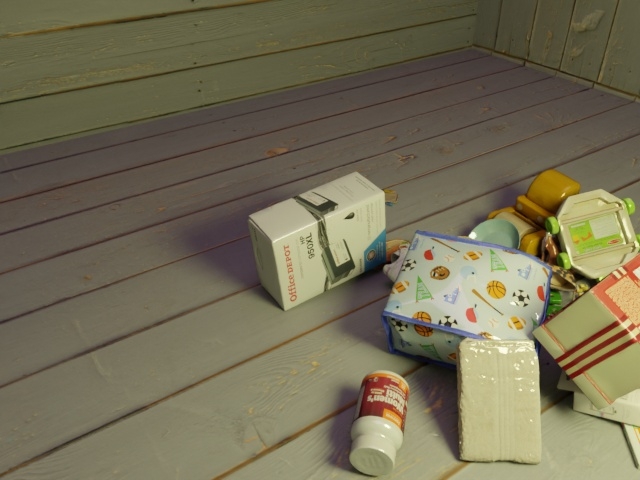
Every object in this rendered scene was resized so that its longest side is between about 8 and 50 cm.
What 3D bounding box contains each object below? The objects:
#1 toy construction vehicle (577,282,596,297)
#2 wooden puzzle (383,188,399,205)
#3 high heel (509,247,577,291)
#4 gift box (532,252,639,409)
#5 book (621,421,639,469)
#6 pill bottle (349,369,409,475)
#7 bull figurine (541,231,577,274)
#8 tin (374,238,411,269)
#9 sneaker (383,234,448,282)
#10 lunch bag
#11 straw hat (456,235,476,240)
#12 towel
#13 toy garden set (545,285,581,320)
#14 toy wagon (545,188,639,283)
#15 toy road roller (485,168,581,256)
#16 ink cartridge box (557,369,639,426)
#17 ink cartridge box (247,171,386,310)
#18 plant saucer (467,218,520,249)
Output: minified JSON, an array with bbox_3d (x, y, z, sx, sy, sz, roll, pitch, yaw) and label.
[{"bbox_3d":[0.853,0.159,1.767,0.098,0.035,0.086,8,35,11],"label":"toy construction vehicle"},{"bbox_3d":[0.276,-0.171,2.274,0.079,0.014,0.116,8,35,19],"label":"wooden puzzle"},{"bbox_3d":[0.633,0.099,1.699,0.261,0.093,0.186,1,23,-26],"label":"high heel"},{"bbox_3d":[0.697,0.214,1.306,0.276,0.258,0.255,-20,65,-29],"label":"gift box"},{"bbox_3d":[0.772,0.469,1.324,0.096,0.035,0.144,-1,35,9],"label":"book"},{"bbox_3d":[0.137,0.421,1.318,0.121,0.121,0.221,7,35,11],"label":"pill bottle"},{"bbox_3d":[0.869,0.029,1.847,0.311,0.188,0.101,-12,-3,-5],"label":"bull figurine"},{"bbox_3d":[0.233,0.047,1.937,0.190,0.040,0.106,-15,41,-19],"label":"tin"},{"bbox_3d":[0.326,0.049,1.850,0.152,0.114,0.305,32,45,27],"label":"sneaker"},{"bbox_3d":[0.403,0.178,1.522,0.386,0.238,0.327,8,52,25],"label":"lunch bag"},{"bbox_3d":[0.439,0.057,1.772,0.145,0.144,0.061,11,-6,16],"label":"straw hat"},{"bbox_3d":[0.410,0.368,1.309,0.187,0.282,0.049,1,-7,3],"label":"towel"},{"bbox_3d":[0.715,0.207,1.692,0.204,0.049,0.244,5,34,10],"label":"toy garden set"},{"bbox_3d":[0.866,0.018,1.763,0.267,0.344,0.068,-14,-8,-1],"label":"toy wagon"},{"bbox_3d":[0.762,-0.104,1.970,0.330,0.240,0.202,-17,38,-23],"label":"toy road roller"},{"bbox_3d":[0.703,0.377,1.405,0.198,0.067,0.115,8,32,33],"label":"ink cartridge box"},{"bbox_3d":[0.000,0.000,1.759,0.395,0.285,0.166,-25,41,-21],"label":"ink cartridge box"},{"bbox_3d":[0.584,0.019,1.907,0.195,0.037,0.194,-22,51,30],"label":"plant saucer"}]
